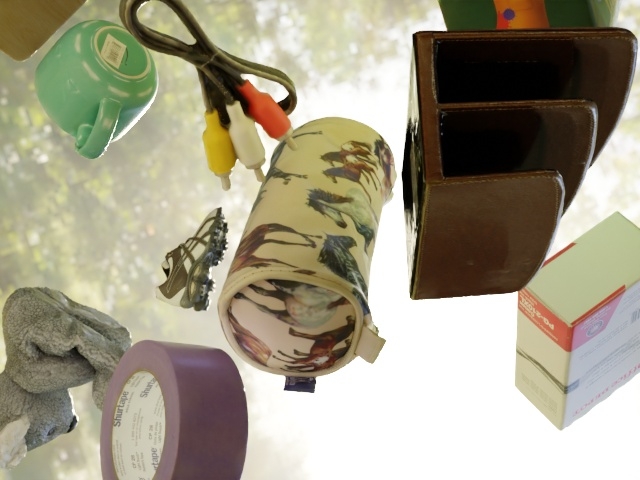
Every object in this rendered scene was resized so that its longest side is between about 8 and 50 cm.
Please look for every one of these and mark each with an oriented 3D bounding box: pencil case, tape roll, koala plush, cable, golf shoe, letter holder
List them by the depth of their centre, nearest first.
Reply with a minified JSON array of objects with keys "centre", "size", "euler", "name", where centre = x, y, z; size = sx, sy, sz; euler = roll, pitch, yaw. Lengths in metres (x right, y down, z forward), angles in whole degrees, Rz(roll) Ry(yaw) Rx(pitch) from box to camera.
[{"centre":[0.193,-0.065,1.354],"size":[0.302,0.214,0.152],"euler":[88,0,-68],"name":"letter holder"},{"centre":[-0.154,0.199,1.450],"size":[0.189,0.080,0.189],"euler":[-18,-112,55],"name":"tape roll"},{"centre":[-0.110,-0.185,1.586],"size":[0.072,0.139,0.287],"euler":[55,-3,45],"name":"cable"},{"centre":[0.000,0.000,1.678],"size":[0.160,0.183,0.410],"euler":[-56,-170,31],"name":"pencil case"},{"centre":[-0.382,0.194,1.903],"size":[0.203,0.221,0.196],"euler":[32,8,-24],"name":"koala plush"},{"centre":[-0.202,0.021,2.206],"size":[0.077,0.094,0.198],"euler":[79,20,-45],"name":"golf shoe"}]

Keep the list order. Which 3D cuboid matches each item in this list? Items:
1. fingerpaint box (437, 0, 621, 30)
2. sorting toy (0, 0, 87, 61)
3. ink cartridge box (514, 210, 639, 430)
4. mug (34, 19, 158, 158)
[{"centre":[0.222,-0.423,1.549],"size":[0.445,0.163,0.371],"euler":[-62,136,-57],"name":"fingerpaint box"},{"centre":[-0.249,-0.312,1.095],"size":[0.257,0.255,0.089],"euler":[36,18,-41],"name":"sorting toy"},{"centre":[0.339,0.105,1.778],"size":[0.100,0.172,0.237],"euler":[44,-24,33],"name":"ink cartridge box"},{"centre":[-0.249,-0.181,1.639],"size":[0.097,0.129,0.157],"euler":[-40,-106,39],"name":"mug"}]
